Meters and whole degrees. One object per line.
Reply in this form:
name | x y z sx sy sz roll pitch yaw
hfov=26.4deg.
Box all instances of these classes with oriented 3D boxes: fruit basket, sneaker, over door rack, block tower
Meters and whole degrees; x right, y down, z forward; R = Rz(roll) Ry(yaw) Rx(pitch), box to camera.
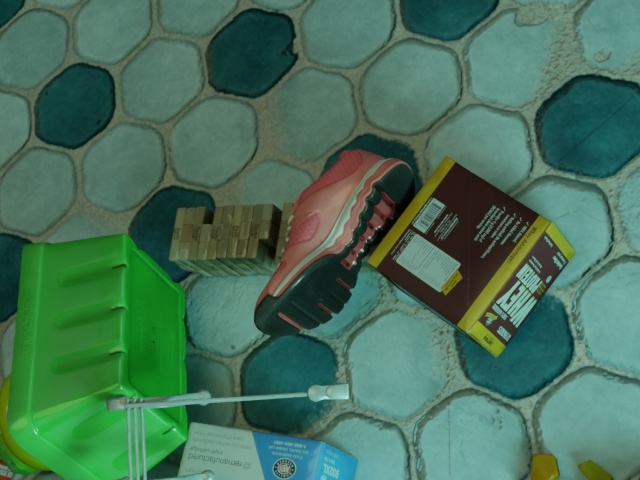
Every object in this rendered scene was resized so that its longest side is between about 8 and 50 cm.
fruit basket | -0.383 0.214 2.038 0.392 0.283 0.392 -20 46 22
sneaker | 0.001 0.000 1.950 0.136 0.116 0.314 32 79 41
over door rack | -0.113 0.315 1.797 0.324 0.108 0.239 -4 86 6
block tower | -0.060 -0.002 2.081 0.336 0.091 0.097 0 71 25

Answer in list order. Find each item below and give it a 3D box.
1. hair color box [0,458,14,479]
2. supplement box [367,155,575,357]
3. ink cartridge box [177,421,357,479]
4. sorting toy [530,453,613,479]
hair color box | -0.554 0.391 2.189 0.093 0.053 0.167 18 80 32
supplement box | 0.213 0.023 1.915 0.194 0.129 0.191 36 88 32
ink cartridge box | -0.098 0.428 1.907 0.223 0.129 0.307 5 72 26
sorting toy | 0.338 0.431 1.752 0.229 0.041 0.307 -1 64 23
